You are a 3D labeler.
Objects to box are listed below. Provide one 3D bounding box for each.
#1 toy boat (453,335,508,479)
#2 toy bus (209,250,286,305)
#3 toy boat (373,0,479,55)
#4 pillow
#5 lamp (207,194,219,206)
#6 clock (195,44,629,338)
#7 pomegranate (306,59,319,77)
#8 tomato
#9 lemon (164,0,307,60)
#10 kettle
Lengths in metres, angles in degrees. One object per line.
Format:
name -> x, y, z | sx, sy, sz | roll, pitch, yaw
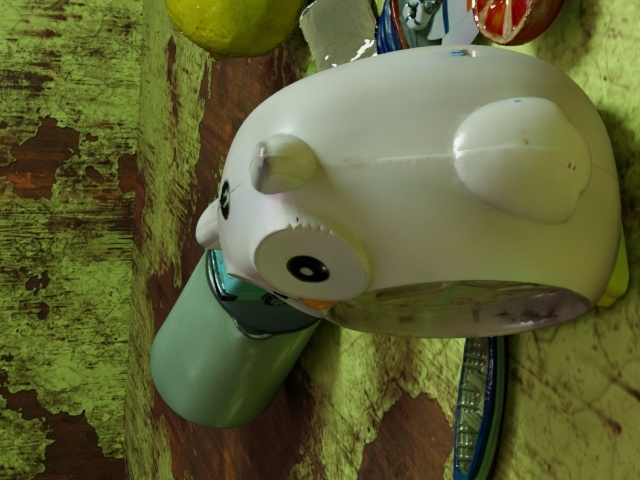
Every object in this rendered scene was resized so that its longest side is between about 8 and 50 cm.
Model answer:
toy boat -> 0.187, 0.199, 1.298 | 0.080, 0.046, 0.229 | -147, 58, -66
toy bus -> 0.000, 0.000, 1.491 | 0.165, 0.271, 0.133 | 128, 137, -56
toy boat -> 0.165, -0.278, 1.351 | 0.318, 0.072, 0.219 | -3, 85, 61
pillow -> 0.036, -0.295, 1.641 | 0.135, 0.034, 0.211 | -28, 55, 21
lamp -> -0.190, -0.056, 2.292 | 0.101, 0.090, 0.101 | -50, 9, 11
clock -> 0.087, -0.050, 1.094 | 0.368, 0.376, 0.251 | 140, 131, -66
pomegranate -> -0.012, -0.187, 1.718 | 0.169, 0.122, 0.143 | -56, 22, -16
tomato -> 0.218, -0.275, 1.158 | 0.155, 0.069, 0.156 | -177, 90, -70
lemon -> -0.143, -0.458, 1.903 | 0.258, 0.258, 0.310 | -130, 39, -61
kettle -> -0.120, 0.099, 1.954 | 0.377, 0.250, 0.361 | 122, 171, -53
